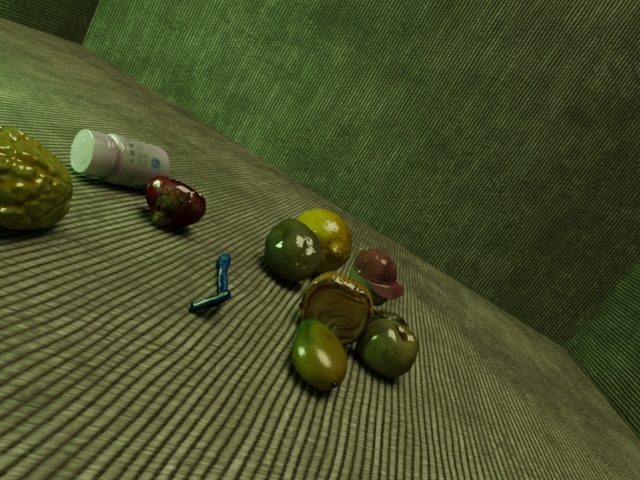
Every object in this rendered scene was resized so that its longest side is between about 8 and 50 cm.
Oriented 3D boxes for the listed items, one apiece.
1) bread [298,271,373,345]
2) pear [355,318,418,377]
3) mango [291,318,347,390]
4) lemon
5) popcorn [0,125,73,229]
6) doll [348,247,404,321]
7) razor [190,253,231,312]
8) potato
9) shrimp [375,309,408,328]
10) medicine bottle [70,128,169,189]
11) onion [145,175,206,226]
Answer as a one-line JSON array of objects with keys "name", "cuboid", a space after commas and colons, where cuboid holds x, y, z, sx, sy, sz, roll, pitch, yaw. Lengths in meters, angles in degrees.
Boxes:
[{"name": "bread", "cuboid": [0.046, 0.181, 1.217, 0.199, 0.199, 0.104, 32, 14, 2]}, {"name": "pear", "cuboid": [0.186, 0.297, 1.225, 0.167, 0.136, 0.167, 32, 17, -11]}, {"name": "mango", "cuboid": [0.001, 0.264, 1.049, 0.137, 0.091, 0.237, 37, 14, -5]}, {"name": "lemon", "cuboid": [0.000, 0.000, 1.624, 0.233, 0.233, 0.288, 22, 14, -32]}, {"name": "popcorn", "cuboid": [-0.627, -0.124, 0.915, 0.225, 0.174, 0.286, 41, -2, -28]}, {"name": "doll", "cuboid": [0.141, 0.154, 1.359, 0.196, 0.256, 0.152, 37, 10, 18]}, {"name": "razor", "cuboid": [-0.256, 0.106, 1.134, 0.324, 0.093, 0.056, -112, -179, -72]}, {"name": "potato", "cuboid": [-0.090, 0.031, 1.438, 0.178, 0.160, 0.235, 9, 51, -20]}, {"name": "shrimp", "cuboid": [0.232, 0.283, 1.510, 0.145, 0.059, 0.254, 32, 14, 12]}, {"name": "medicine bottle", "cuboid": [-0.606, -0.243, 1.356, 0.152, 0.152, 0.254, 40, 16, 28]}, {"name": "onion", "cuboid": [-0.434, -0.099, 1.295, 0.184, 0.147, 0.184, 23, -23, 10]}]
